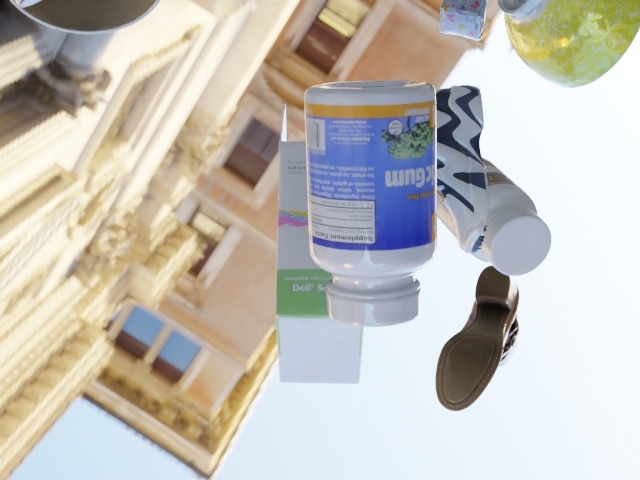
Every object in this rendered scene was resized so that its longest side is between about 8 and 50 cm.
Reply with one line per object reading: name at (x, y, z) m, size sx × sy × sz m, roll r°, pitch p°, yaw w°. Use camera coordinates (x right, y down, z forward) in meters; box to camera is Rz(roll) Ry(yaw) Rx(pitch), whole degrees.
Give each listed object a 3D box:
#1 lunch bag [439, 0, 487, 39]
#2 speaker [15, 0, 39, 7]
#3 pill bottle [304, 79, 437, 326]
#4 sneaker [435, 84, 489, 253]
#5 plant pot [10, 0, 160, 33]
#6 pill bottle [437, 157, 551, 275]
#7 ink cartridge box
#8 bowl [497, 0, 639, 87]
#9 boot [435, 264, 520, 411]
lunch bag at (0.231, -0.362, 1.764) m, size 0.071 × 0.083 × 0.053 m, roll 16°, pitch -117°, yaw 14°
speaker at (-0.297, -0.288, 1.009) m, size 0.136 × 0.055 × 0.055 m, roll 56°, pitch -155°, yaw -6°
pill bottle at (0.060, -0.045, 1.260) m, size 0.152 × 0.272 × 0.152 m, roll -2°, pitch -167°, yaw 1°
sneaker at (0.153, -0.096, 1.515) m, size 0.153 × 0.235 × 0.094 m, roll -3°, pitch -176°, yaw 5°
plant pot at (-0.371, -0.514, 1.710) m, size 0.256 × 0.256 × 0.274 m, roll 18°, pitch -132°, yaw -32°
pill bottle at (0.272, -0.038, 1.736) m, size 0.131 × 0.131 × 0.229 m, roll 22°, pitch -163°, yaw -25°
ink cartridge box at (0.000, 0.000, 1.527) m, size 0.119 × 0.207 × 0.353 m, roll 0°, pitch -122°, yaw 0°
bowl at (0.384, -0.407, 1.776) m, size 0.156 × 0.289 × 0.289 m, roll 12°, pitch -147°, yaw -26°
boot at (0.299, 0.200, 2.002) m, size 0.109 × 0.283 × 0.220 m, roll 9°, pitch 161°, yaw 20°
